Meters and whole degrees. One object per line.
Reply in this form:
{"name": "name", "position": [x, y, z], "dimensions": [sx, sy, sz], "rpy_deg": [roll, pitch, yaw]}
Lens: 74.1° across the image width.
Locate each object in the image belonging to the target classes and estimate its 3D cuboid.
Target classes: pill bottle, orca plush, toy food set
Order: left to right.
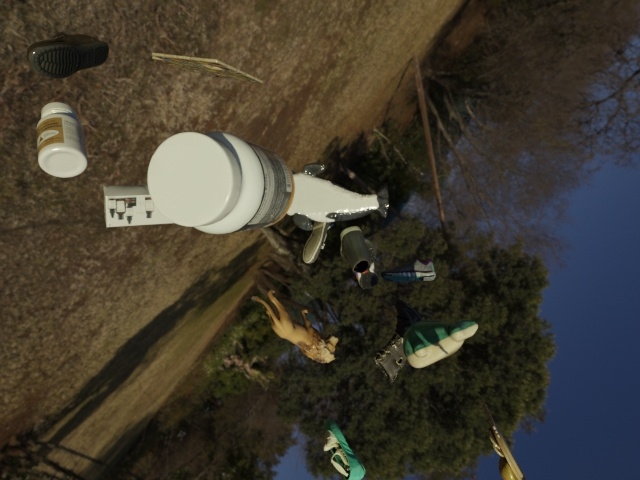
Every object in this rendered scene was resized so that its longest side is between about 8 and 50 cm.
{"name": "pill bottle", "position": [-0.823, -0.325, 1.347], "dimensions": [0.131, 0.229, 0.131], "rpy_deg": [-18, 151, -10]}
{"name": "pill bottle", "position": [-0.153, -0.094, 0.718], "dimensions": [0.162, 0.162, 0.278], "rpy_deg": [-52, 173, 12]}
{"name": "orca plush", "position": [0.015, -0.107, 1.004], "dimensions": [0.286, 0.151, 0.102], "rpy_deg": [-8, -177, 3]}
{"name": "toy food set", "position": [0.378, 0.444, 0.887], "dimensions": [0.038, 0.192, 0.132], "rpy_deg": [-29, -177, 11]}

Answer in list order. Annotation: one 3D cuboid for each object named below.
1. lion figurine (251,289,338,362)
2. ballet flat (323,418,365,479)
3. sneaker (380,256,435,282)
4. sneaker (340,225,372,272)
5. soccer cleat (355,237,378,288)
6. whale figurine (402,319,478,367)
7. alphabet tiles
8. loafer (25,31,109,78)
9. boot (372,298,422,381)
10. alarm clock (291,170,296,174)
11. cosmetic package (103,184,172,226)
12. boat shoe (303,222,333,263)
{"name": "lion figurine", "position": [-0.107, 0.366, 1.741], "dimensions": [0.142, 0.392, 0.240], "rpy_deg": [-49, -142, 16]}
{"name": "ballet flat", "position": [0.064, 0.768, 1.559], "dimensions": [0.087, 0.247, 0.083], "rpy_deg": [-1, 125, -39]}
{"name": "sneaker", "position": [0.362, 0.118, 1.768], "dimensions": [0.083, 0.223, 0.098], "rpy_deg": [81, 10, -64]}
{"name": "sneaker", "position": [0.108, 0.060, 1.258], "dimensions": [0.083, 0.118, 0.222], "rpy_deg": [-17, 152, 5]}
{"name": "soccer cleat", "position": [0.173, 0.078, 1.762], "dimensions": [0.108, 0.117, 0.318], "rpy_deg": [-20, 141, -1]}
{"name": "whale figurine", "position": [0.374, 0.306, 1.365], "dimensions": [0.216, 0.141, 0.272], "rpy_deg": [-11, 153, -31]}
{"name": "alphabet tiles", "position": [-0.296, -0.439, 1.080], "dimensions": [0.198, 0.237, 0.009], "rpy_deg": [-15, 118, -66]}
{"name": "loafer", "position": [-0.596, -0.436, 0.986], "dimensions": [0.080, 0.078, 0.220], "rpy_deg": [-59, 180, 31]}
{"name": "boot", "position": [0.280, 0.372, 1.567], "dimensions": [0.229, 0.263, 0.091], "rpy_deg": [-37, -157, -18]}
{"name": "alarm clock", "position": [-0.103, -0.161, 1.301], "dimensions": [0.129, 0.191, 0.064], "rpy_deg": [112, -13, -63]}
{"name": "cosmetic package", "position": [-0.463, -0.097, 1.170], "dimensions": [0.060, 0.238, 0.099], "rpy_deg": [54, -42, 41]}
{"name": "boat shoe", "position": [0.000, 0.000, 1.461], "dimensions": [0.075, 0.065, 0.206], "rpy_deg": [-17, -136, 42]}
